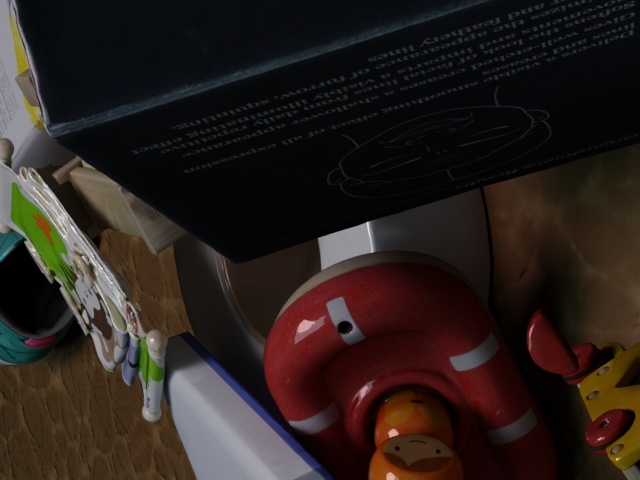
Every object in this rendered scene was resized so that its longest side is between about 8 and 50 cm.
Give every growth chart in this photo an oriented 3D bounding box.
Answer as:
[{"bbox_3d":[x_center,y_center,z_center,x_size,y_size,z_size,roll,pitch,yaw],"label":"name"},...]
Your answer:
[{"bbox_3d":[-0.181,0.031,1.459,0.237,0.021,0.172,49,158,23],"label":"growth chart"}]

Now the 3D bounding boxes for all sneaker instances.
[{"bbox_3d":[-0.304,-0.022,1.872,0.178,0.124,0.295,-7,100,63],"label":"sneaker"}]

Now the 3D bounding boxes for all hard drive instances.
[{"bbox_3d":[-0.029,0.200,1.348,0.319,0.040,0.210,34,145,67],"label":"hard drive"}]

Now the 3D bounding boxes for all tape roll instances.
[{"bbox_3d":[0.000,0.000,1.419,0.286,0.100,0.286,23,117,54],"label":"tape roll"}]

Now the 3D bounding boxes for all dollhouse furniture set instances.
[{"bbox_3d":[-0.160,-0.093,1.419,0.182,0.101,0.161,12,135,56],"label":"dollhouse furniture set"}]

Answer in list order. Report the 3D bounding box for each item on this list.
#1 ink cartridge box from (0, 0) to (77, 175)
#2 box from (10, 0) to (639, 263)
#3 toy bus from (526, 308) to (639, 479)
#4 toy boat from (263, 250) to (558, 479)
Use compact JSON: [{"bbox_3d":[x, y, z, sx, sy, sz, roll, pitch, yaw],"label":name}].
[{"bbox_3d":[-0.155,-0.196,1.521,0.270,0.198,0.197,-46,60,52],"label":"ink cartridge box"},{"bbox_3d":[0.026,-0.150,0.993,0.395,0.293,0.212,47,-154,-77],"label":"box"},{"bbox_3d":[0.210,0.099,1.103,0.104,0.191,0.202,-34,62,9],"label":"toy bus"},{"bbox_3d":[0.058,0.124,1.234,0.231,0.151,0.151,61,-169,-22],"label":"toy boat"}]
